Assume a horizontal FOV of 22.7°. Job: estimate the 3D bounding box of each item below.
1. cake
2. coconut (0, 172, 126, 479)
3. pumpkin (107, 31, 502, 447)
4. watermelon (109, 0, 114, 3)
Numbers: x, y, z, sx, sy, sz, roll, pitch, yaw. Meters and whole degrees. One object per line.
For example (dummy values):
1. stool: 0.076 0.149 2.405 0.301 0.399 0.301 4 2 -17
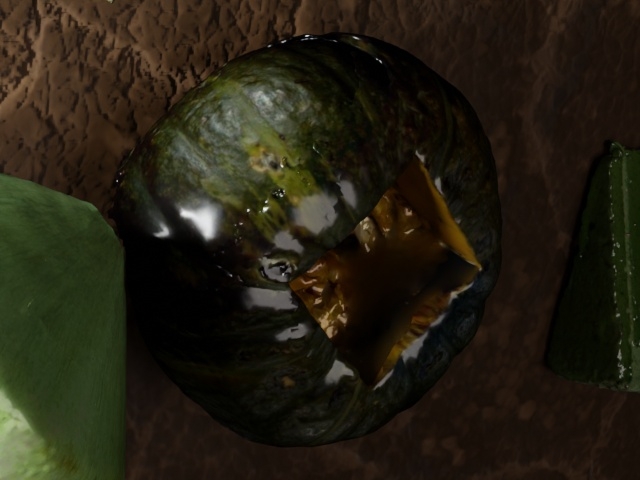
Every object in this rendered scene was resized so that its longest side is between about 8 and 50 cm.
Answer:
1. cake: 0.300 0.032 1.503 0.100 0.099 0.235 3 104 -40
2. coconut: -0.256 0.091 0.979 0.328 0.281 0.328 -11 119 -21
3. pumpkin: 0.000 0.000 1.198 0.320 0.192 0.321 -14 114 -35
4. watermelon: -0.151 -0.281 1.026 0.063 0.119 0.245 -10 113 -22
